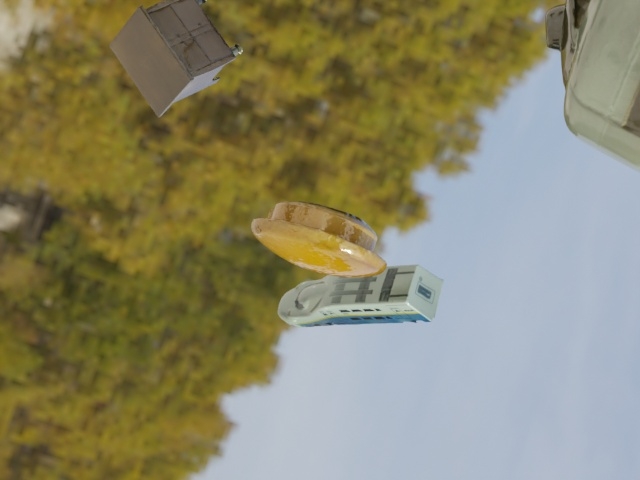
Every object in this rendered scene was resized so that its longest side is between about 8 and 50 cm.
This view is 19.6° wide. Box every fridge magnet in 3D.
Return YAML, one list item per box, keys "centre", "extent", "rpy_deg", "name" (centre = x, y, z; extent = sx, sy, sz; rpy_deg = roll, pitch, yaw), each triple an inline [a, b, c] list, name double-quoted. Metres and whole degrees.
- centre: [0.000, 0.000, 1.864]
  extent: [0.143, 0.143, 0.063]
  rpy_deg: [161, -53, -75]
  name: "fridge magnet"

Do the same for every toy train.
- centre: [0.027, 0.061, 1.994]
  extent: [0.234, 0.051, 0.052]
  rpy_deg: [-4, -120, 45]
  name: "toy train"

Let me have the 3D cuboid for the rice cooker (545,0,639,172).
- centre: [0.341, -0.170, 1.280]
  extent: [0.335, 0.325, 0.335]
  rpy_deg: [-56, 166, -21]
  name: "rice cooker"

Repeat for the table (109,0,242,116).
- centre: [-0.130, -0.177, 1.717]
  extent: [0.082, 0.083, 0.070]
  rpy_deg: [-30, 172, -40]
  name: "table"
